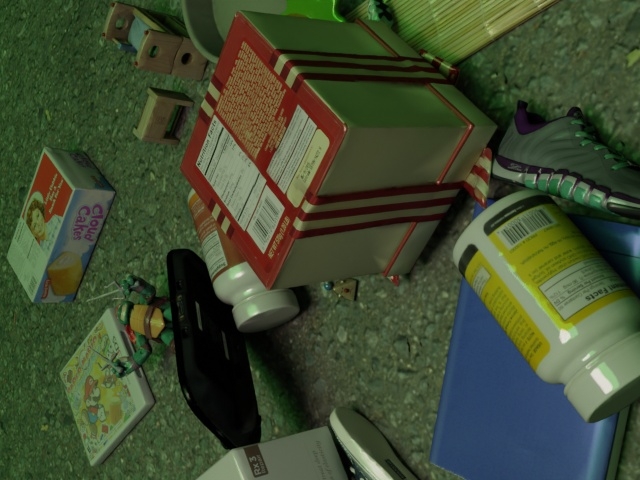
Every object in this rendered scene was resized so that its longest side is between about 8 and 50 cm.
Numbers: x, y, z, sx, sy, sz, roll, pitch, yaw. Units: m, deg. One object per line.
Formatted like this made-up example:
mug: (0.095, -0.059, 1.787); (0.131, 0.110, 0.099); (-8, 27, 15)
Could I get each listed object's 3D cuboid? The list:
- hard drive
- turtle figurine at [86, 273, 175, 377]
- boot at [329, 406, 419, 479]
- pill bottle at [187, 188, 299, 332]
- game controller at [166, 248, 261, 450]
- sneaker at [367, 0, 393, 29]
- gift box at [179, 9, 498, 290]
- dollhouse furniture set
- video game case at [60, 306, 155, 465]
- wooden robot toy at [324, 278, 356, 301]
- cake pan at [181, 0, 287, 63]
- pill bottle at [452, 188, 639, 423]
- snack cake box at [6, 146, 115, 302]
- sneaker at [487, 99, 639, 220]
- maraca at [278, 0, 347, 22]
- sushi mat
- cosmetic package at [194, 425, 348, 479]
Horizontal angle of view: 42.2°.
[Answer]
hard drive: (0.235, 0.126, 0.902); (0.210, 0.040, 0.318); (15, 99, 44)
turtle figurine: (-0.282, 0.133, 1.360); (0.234, 0.118, 0.175); (6, 108, 29)
boot: (0.060, 0.303, 1.047); (0.190, 0.069, 0.086); (46, 114, 34)
pill bottle: (-0.105, 0.015, 1.185); (0.121, 0.121, 0.216); (-37, 65, 38)
game controller: (-0.152, 0.144, 1.147); (0.067, 0.166, 0.319); (-36, 37, 12)
sneaker: (0.062, -0.257, 1.059); (0.069, 0.038, 0.098); (-26, 69, 41)
gift box: (0.030, -0.085, 0.948); (0.276, 0.258, 0.255); (54, 132, 28)
dollhouse furniture set: (-0.289, -0.274, 1.369); (0.129, 0.129, 0.183); (42, 117, 37)
video game case: (-0.400, 0.272, 1.534); (0.227, 0.026, 0.206); (-48, 57, 33)
wooden robot toy: (0.000, 0.000, 1.111); (0.076, 0.079, 0.173); (-22, 74, 42)
cake pan: (-0.103, -0.405, 1.243); (0.293, 0.054, 0.293); (-1, 88, 44)
pill bottle: (0.231, 0.061, 0.796); (0.119, 0.119, 0.208); (-52, 56, 30)
snack cake box: (-0.507, -0.028, 1.606); (0.152, 0.089, 0.264); (46, 119, 37)
sneaker: (0.272, -0.085, 0.846); (0.224, 0.083, 0.098); (23, 100, 43)
maraca: (-0.026, -0.258, 1.122); (0.127, 0.099, 0.185); (37, 126, 19)
sushi mat: (0.141, -0.282, 1.023); (0.316, 0.019, 0.151); (-28, 69, 41)
cosmetic package: (-0.103, 0.424, 1.110); (0.385, 0.156, 0.217); (-43, 60, 44)
